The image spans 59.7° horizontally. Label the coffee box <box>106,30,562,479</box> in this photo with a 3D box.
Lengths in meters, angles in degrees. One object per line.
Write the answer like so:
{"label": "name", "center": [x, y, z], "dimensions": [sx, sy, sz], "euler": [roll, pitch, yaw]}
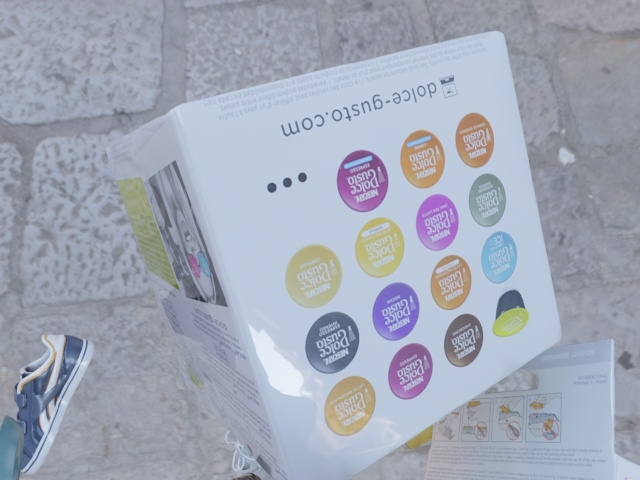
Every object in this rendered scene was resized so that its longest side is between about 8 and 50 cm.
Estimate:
{"label": "coffee box", "center": [0.000, 0.000, 0.626], "dimensions": [0.337, 0.338, 0.335], "euler": [-22, 104, -26]}

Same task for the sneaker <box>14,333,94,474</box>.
{"label": "sneaker", "center": [-0.648, 0.367, 1.285], "dimensions": [0.127, 0.126, 0.321], "euler": [26, 80, -29]}

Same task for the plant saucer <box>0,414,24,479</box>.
{"label": "plant saucer", "center": [-0.375, 0.272, 0.671], "dimensions": [0.021, 0.119, 0.119], "euler": [5, 67, -21]}

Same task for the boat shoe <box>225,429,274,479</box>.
{"label": "boat shoe", "center": [-0.164, 0.521, 1.405], "dimensions": [0.156, 0.367, 0.136], "euler": [12, 58, -7]}

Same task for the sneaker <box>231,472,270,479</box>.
{"label": "sneaker", "center": [-0.125, 0.385, 0.839], "dimensions": [0.066, 0.188, 0.071], "euler": [-16, 53, 15]}

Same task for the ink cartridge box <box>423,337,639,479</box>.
{"label": "ink cartridge box", "center": [0.249, 0.274, 0.694], "dimensions": [0.066, 0.296, 0.261], "euler": [27, 61, -21]}

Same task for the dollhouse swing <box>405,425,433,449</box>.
{"label": "dollhouse swing", "center": [0.105, 0.246, 1.213], "dimensions": [0.347, 0.305, 0.315], "euler": [49, 48, -1]}
